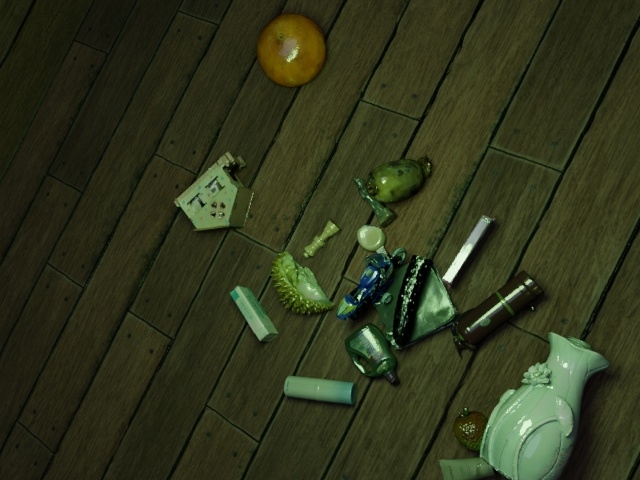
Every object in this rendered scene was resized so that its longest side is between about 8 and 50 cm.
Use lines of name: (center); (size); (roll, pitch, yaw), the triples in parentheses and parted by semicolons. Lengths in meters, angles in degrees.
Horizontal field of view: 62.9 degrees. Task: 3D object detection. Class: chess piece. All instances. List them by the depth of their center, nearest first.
chess piece: (0.000, 0.000, 1.969); (0.172, 0.060, 0.060); (-47, 68, 8)

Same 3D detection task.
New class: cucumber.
cucumber: (0.290, 0.198, 1.726); (0.081, 0.072, 0.304); (17, 87, 25)

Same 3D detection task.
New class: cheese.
cheese: (0.204, 0.006, 1.895); (0.171, 0.047, 0.092); (37, 95, 23)

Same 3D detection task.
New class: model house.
model house: (-0.389, -0.155, 2.096); (0.326, 0.169, 0.244); (-40, 76, 10)

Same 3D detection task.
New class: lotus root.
lotus root: (0.288, -0.219, 1.849); (0.278, 0.154, 0.154); (-24, 67, -24)

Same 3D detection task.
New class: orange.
orange: (-0.114, -0.755, 2.078); (0.283, 0.226, 0.284); (-2, 85, 20)

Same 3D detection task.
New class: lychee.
lychee: (0.475, 0.591, 1.640); (0.114, 0.114, 0.147); (-31, 93, 12)

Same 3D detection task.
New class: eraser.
eraser: (-0.251, 0.276, 1.979); (0.052, 0.095, 0.225); (-40, 68, 9)

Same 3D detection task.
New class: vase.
vase: (0.663, 0.495, 1.535); (0.249, 0.250, 0.446); (28, 85, 23)

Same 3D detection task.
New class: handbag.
handbag: (0.311, 0.216, 1.797); (0.260, 0.079, 0.248); (-30, 69, 15)

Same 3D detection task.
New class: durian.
durian: (-0.093, 0.152, 1.925); (0.166, 0.172, 0.306); (-30, 60, -14)

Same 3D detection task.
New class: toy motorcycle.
toy motorcycle: (0.170, 0.141, 1.749); (0.113, 0.169, 0.315); (40, 95, 36)

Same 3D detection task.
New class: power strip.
power strip: (0.494, 0.039, 1.748); (0.037, 0.109, 0.279); (33, 92, 24)

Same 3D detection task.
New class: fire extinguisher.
fire extinguisher: (0.558, 0.247, 1.687); (0.341, 0.105, 0.141); (-43, 99, 14)

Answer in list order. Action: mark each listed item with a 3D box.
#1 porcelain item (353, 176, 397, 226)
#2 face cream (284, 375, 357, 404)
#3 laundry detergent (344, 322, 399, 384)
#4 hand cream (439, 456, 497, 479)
porcelain item: (0.191, -0.151, 1.916); (0.069, 0.081, 0.216); (-46, 65, 25)
face cream: (0.000, 0.527, 1.845); (0.249, 0.077, 0.077); (1, 79, 22)
laundry detergent: (0.186, 0.407, 1.805); (0.144, 0.078, 0.222); (-37, 71, 13)
hand cream: (0.472, 0.722, 1.649); (0.186, 0.054, 0.087); (-21, 69, 22)
